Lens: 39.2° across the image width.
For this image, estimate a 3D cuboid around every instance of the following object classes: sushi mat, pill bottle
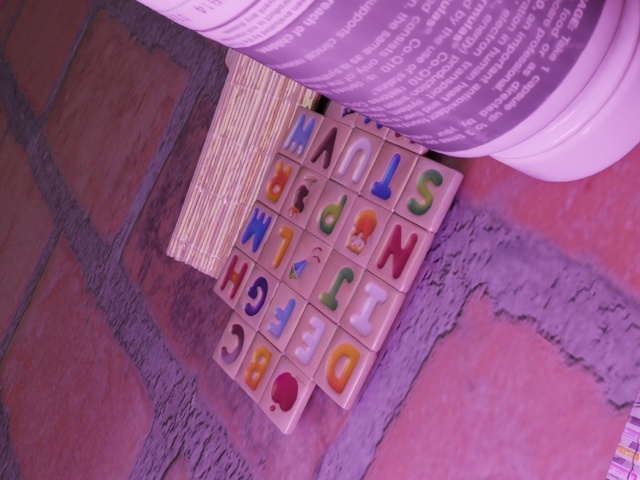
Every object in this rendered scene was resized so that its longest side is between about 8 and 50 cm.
[{"bbox_3d":[-0.082,-0.109,1.041,0.151,0.019,0.316,21,92,41],"label":"sushi mat"},{"bbox_3d":[0.068,-0.177,0.600,0.204,0.361,0.204,-31,48,43],"label":"pill bottle"}]

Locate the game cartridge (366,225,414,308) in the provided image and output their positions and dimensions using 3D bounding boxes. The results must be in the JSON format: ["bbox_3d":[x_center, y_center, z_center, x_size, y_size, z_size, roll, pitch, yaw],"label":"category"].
[{"bbox_3d":[0.060,0.020,0.818,0.056,0.017,0.083,32,99,53],"label":"game cartridge"}]

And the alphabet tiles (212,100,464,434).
[{"bbox_3d":[0.000,0.000,0.881,0.285,0.011,0.342,33,100,53],"label":"alphabet tiles"}]

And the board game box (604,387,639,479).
[{"bbox_3d":[0.214,0.226,0.461,0.208,0.056,0.347,19,88,52],"label":"board game box"}]

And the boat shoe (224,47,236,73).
[{"bbox_3d":[-0.051,-0.276,1.105,0.072,0.068,0.190,40,115,42],"label":"boat shoe"}]
